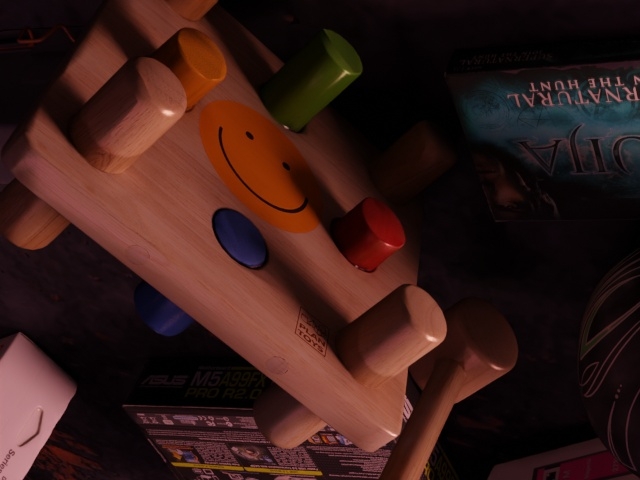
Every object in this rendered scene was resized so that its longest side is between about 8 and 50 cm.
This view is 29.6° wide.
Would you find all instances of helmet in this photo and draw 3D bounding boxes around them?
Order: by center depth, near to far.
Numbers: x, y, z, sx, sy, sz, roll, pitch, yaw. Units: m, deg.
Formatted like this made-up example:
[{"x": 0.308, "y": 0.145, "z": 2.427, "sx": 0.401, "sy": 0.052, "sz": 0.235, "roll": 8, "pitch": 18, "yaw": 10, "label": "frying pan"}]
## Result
[{"x": 0.238, "y": 0.075, "z": 0.748, "sx": 0.162, "sy": 0.169, "sz": 0.169, "roll": -20, "pitch": 125, "yaw": 25, "label": "helmet"}]

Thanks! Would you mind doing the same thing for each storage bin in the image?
[{"x": -0.186, "y": -0.091, "z": 0.840, "sx": 0.135, "sy": 0.091, "sz": 0.098, "roll": 2, "pitch": 136, "yaw": 25, "label": "storage bin"}]

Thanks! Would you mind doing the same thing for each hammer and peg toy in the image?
[{"x": 0.000, "y": 0.000, "z": 0.712, "sx": 0.361, "sy": 0.266, "sz": 0.127, "roll": 41, "pitch": 120, "yaw": -18, "label": "hammer and peg toy"}]

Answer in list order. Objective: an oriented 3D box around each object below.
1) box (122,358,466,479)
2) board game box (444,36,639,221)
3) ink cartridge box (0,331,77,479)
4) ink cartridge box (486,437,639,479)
[{"x": -0.016, "y": 0.197, "z": 1.102, "sx": 0.270, "sy": 0.060, "sz": 0.216, "roll": -3, "pitch": 134, "yaw": 31, "label": "box"}, {"x": 0.180, "y": -0.064, "z": 0.728, "sx": 0.186, "sy": 0.026, "sz": 0.126, "roll": 0, "pitch": 134, "yaw": 28, "label": "board game box"}, {"x": -0.359, "y": 0.189, "z": 1.201, "sx": 0.208, "sy": 0.153, "sz": 0.087, "roll": -20, "pitch": 123, "yaw": 40, "label": "ink cartridge box"}, {"x": 0.266, "y": 0.223, "z": 0.964, "sx": 0.176, "sy": 0.069, "sz": 0.371, "roll": 36, "pitch": 138, "yaw": -25, "label": "ink cartridge box"}]
